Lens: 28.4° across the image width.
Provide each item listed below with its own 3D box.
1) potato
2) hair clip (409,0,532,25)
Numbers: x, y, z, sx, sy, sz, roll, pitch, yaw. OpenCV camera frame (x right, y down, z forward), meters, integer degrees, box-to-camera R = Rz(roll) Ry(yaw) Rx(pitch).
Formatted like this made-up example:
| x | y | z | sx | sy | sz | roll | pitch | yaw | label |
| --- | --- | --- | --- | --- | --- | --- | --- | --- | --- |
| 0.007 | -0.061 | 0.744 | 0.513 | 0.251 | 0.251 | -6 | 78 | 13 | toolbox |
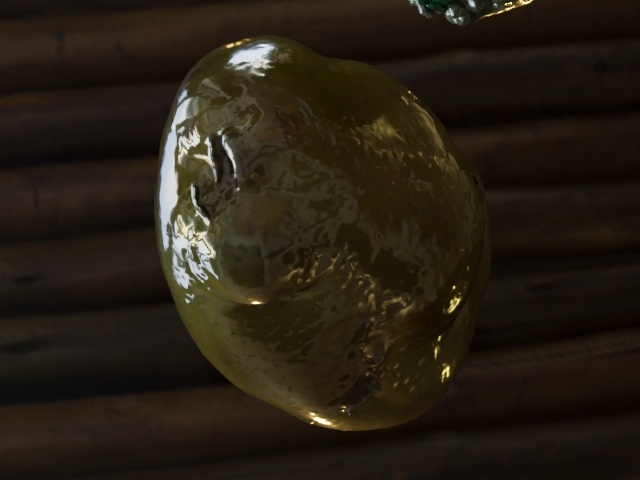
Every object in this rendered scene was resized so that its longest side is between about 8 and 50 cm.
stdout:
| x | y | z | sx | sy | sz | roll | pitch | yaw | label |
| --- | --- | --- | --- | --- | --- | --- | --- | --- | --- |
| -0.002 | -0.003 | 0.808 | 0.202 | 0.351 | 0.218 | 29 | -95 | 24 | potato |
| 0.027 | -0.275 | 0.738 | 0.091 | 0.138 | 0.321 | -25 | -80 | -26 | hair clip |
